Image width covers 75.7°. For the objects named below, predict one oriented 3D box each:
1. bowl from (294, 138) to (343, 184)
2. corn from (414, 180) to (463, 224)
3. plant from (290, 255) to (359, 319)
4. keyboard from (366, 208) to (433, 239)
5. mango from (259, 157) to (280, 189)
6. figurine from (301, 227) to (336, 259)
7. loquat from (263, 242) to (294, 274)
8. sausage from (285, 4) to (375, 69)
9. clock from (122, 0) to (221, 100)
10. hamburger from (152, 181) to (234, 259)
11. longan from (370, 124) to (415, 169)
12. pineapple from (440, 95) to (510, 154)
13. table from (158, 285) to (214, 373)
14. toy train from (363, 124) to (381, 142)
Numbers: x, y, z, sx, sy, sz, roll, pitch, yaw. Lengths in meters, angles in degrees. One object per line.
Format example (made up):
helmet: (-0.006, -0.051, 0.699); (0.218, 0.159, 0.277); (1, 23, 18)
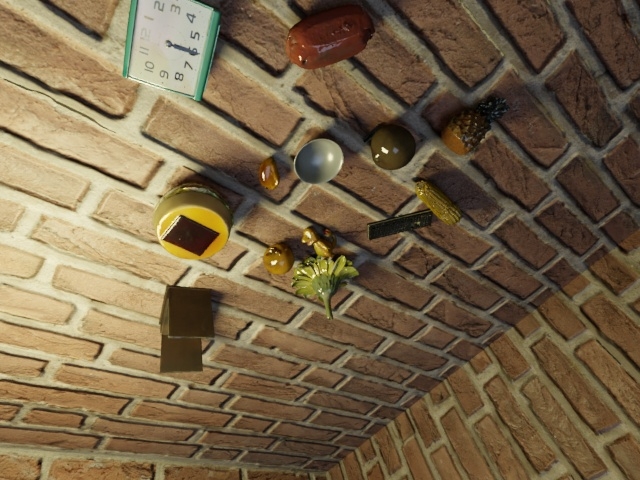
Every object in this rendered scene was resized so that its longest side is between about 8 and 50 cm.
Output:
bowl: (-0.015, -0.312, 1.536); (0.189, 0.086, 0.188); (-10, 132, -12)
corn: (0.520, -0.173, 1.824); (0.102, 0.102, 0.313); (-42, 127, 17)
plant: (-0.001, 0.194, 1.896); (0.261, 0.297, 0.306); (45, 125, -8)
keyboard: (0.368, -0.075, 1.901); (0.317, 0.027, 0.106); (-14, 132, -7)
mango: (-0.192, -0.251, 1.542); (0.077, 0.063, 0.127); (-6, 125, -8)
figurine: (0.001, -0.004, 1.802); (0.176, 0.121, 0.122); (40, 75, -25)
loquat: (-0.176, 0.081, 1.771); (0.141, 0.141, 0.141); (-9, 130, -11)
sausage: (0.029, -0.618, 1.257); (0.280, 0.152, 0.152); (-19, 132, -1)
clock: (-0.423, -0.568, 1.179); (0.231, 0.116, 0.262); (12, 123, -21)
hamburger: (-0.463, -0.072, 1.522); (0.301, 0.176, 0.300); (-10, 132, -12)
longan: (0.272, -0.349, 1.550); (0.189, 0.189, 0.189); (-9, 130, -11)
pineapple: (0.612, -0.460, 1.594); (0.279, 0.158, 0.157); (-39, 131, -2)
table: (-0.588, 0.385, 1.786); (0.197, 0.282, 0.250); (8, 125, -25)
toy train: (0.194, -0.407, 1.573); (0.083, 0.017, 0.017); (-41, 127, 15)
